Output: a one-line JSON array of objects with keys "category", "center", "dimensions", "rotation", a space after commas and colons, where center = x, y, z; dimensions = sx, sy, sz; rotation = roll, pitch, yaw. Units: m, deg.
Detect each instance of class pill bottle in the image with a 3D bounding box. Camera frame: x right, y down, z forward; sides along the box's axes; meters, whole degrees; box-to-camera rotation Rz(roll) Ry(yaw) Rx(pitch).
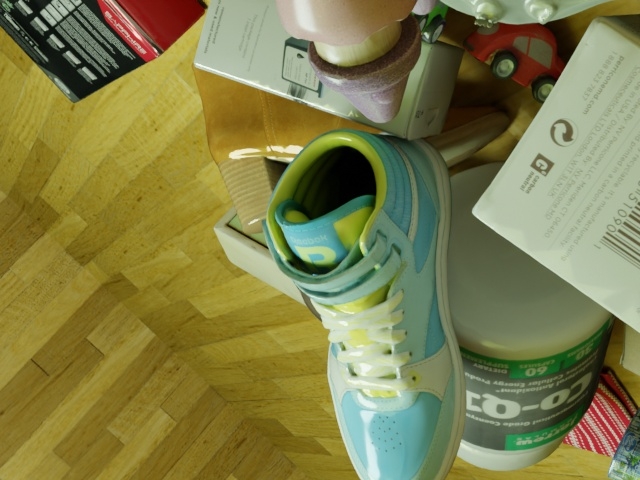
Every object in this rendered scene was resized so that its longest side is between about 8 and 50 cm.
[{"category": "pill bottle", "center": [0.192, 0.097, 1.152], "dimensions": [0.204, 0.204, 0.361], "rotation": [32, 158, 23]}]

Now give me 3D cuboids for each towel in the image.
[{"category": "towel", "center": [0.301, 0.210, 1.438], "dimensions": [0.275, 0.031, 0.199], "rotation": [9, 144, 55]}]

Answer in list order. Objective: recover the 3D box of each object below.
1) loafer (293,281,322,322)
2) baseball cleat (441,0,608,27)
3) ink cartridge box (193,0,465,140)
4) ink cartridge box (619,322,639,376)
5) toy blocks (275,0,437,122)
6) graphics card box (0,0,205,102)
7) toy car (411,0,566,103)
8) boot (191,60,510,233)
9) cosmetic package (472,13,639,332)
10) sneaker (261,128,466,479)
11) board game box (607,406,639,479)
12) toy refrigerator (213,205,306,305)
[{"category": "loafer", "center": [0.000, 0.000, 1.203], "dimensions": [0.366, 0.133, 0.130], "rotation": [-108, -1, -60]}, {"category": "baseball cleat", "center": [0.172, -0.191, 0.708], "dimensions": [0.205, 0.109, 0.072], "rotation": [2, 138, 25]}, {"category": "ink cartridge box", "center": [0.012, -0.153, 0.946], "dimensions": [0.190, 0.082, 0.139], "rotation": [19, -167, 15]}, {"category": "ink cartridge box", "center": [0.364, 0.070, 0.955], "dimensions": [0.193, 0.088, 0.235], "rotation": [31, 158, 29]}, {"category": "toy blocks", "center": [0.058, -0.223, 0.604], "dimensions": [0.288, 0.309, 0.260], "rotation": [45, 164, 41]}, {"category": "graphics card box", "center": [-0.308, -0.304, 1.384], "dimensions": [0.233, 0.094, 0.371], "rotation": [47, 158, -17]}, {"category": "toy car", "center": [0.087, -0.184, 0.854], "dimensions": [0.239, 0.053, 0.225], "rotation": [36, -163, 14]}, {"category": "boot", "center": [0.017, -0.148, 1.086], "dimensions": [0.104, 0.295, 0.211], "rotation": [22, -129, -68]}, {"category": "cosmetic package", "center": [0.223, -0.051, 0.755], "dimensions": [0.151, 0.151, 0.183], "rotation": [36, -158, 13]}, {"category": "sneaker", "center": [0.028, 0.060, 0.895], "dimensions": [0.127, 0.319, 0.208], "rotation": [-7, 173, 24]}, {"category": "board game box", "center": [0.395, 0.196, 1.052], "dimensions": [0.194, 0.194, 0.060], "rotation": [20, 118, 24]}, {"category": "toy refrigerator", "center": [-0.008, 0.023, 1.504], "dimensions": [0.269, 0.102, 0.094], "rotation": [28, 156, 32]}]
